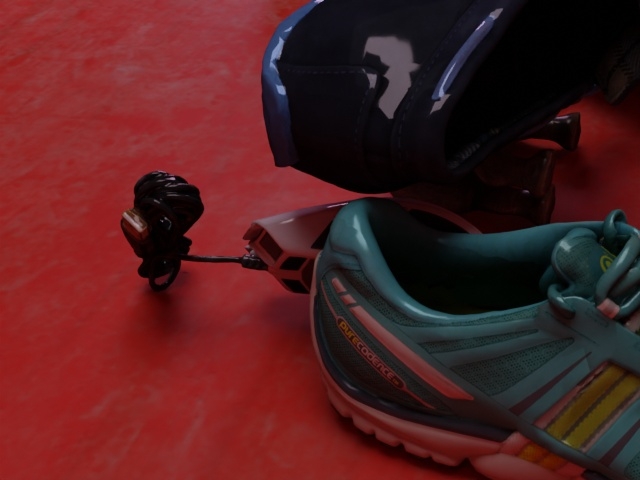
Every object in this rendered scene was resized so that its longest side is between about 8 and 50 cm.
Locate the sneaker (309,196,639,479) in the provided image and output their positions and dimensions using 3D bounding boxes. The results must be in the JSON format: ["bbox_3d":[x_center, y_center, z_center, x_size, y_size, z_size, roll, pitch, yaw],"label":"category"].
[{"bbox_3d":[0.121,0.048,0.448,0.275,0.110,0.107,10,36,18],"label":"sneaker"}]

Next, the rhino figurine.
[{"bbox_3d":[0.106,-0.087,0.689,0.106,0.073,0.243,12,34,16],"label":"rhino figurine"}]

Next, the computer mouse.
[{"bbox_3d":[0.000,0.000,0.556,0.193,0.106,0.042,5,67,1],"label":"computer mouse"}]

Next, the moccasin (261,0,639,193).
[{"bbox_3d":[0.126,-0.106,0.561,0.117,0.137,0.342,23,51,41],"label":"moccasin"}]
